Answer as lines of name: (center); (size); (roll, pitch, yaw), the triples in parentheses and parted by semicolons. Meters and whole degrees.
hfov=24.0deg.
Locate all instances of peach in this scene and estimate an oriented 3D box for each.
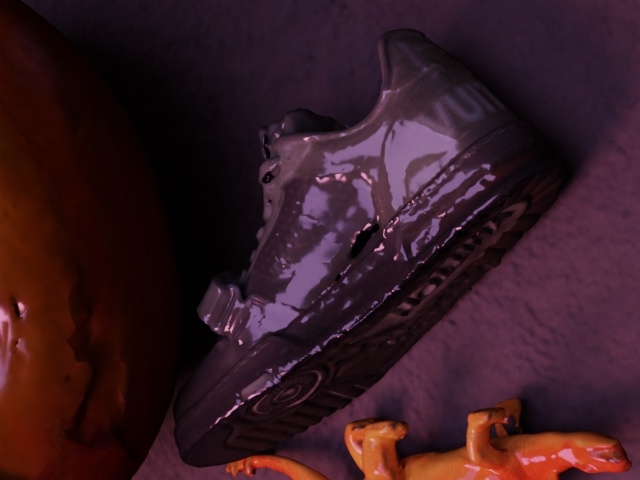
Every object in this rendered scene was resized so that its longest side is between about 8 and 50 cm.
peach: (-0.239, 0.022, 0.911); (0.373, 0.290, 0.372); (-6, 80, 33)

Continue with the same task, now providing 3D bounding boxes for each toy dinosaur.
toy dinosaur: (0.054, 0.158, 0.873); (0.288, 0.070, 0.117); (-16, 84, 36)

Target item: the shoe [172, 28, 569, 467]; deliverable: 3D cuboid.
shoe: (-0.002, -0.001, 0.880); (0.293, 0.109, 0.149); (-42, 67, 23)
